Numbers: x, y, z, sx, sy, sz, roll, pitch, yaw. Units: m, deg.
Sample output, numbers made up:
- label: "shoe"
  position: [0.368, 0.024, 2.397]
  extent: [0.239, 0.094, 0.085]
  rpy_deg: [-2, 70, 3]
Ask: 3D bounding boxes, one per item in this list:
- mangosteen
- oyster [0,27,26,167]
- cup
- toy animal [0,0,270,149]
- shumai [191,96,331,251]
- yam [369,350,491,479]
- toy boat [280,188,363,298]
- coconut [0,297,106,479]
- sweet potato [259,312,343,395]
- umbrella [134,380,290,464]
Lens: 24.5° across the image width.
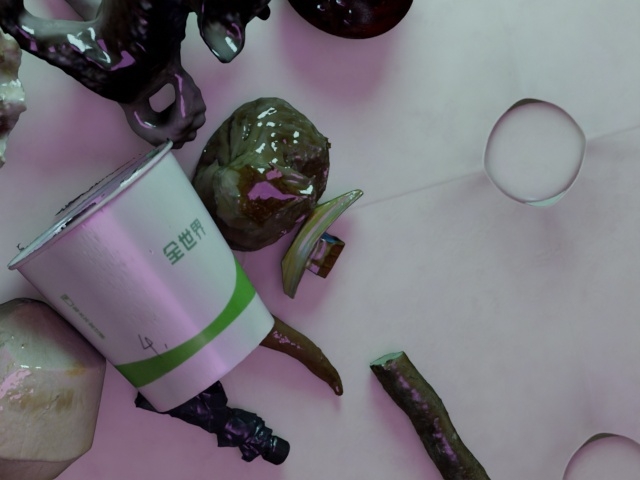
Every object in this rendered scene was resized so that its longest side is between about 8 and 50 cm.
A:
- label: "mangosteen"
  position: [0.043, -0.358, 1.899]
  extent: [0.200, 0.200, 0.200]
  rpy_deg: [-2, 97, -13]
- label: "oyster"
  position: [-0.526, -0.152, 1.791]
  extent: [0.351, 0.115, 0.238]
  rpy_deg: [-6, 96, -1]
- label: "cup"
  position: [-0.207, 0.050, 1.823]
  extent: [0.253, 0.253, 0.274]
  rpy_deg: [-39, 99, -6]
- label: "toy animal"
  position: [-0.173, -0.290, 1.803]
  extent: [0.344, 0.194, 0.302]
  rpy_deg: [-31, 110, 24]
- label: "shumai"
  position: [-0.078, -0.083, 1.879]
  extent: [0.166, 0.175, 0.206]
  rpy_deg: [29, 90, -1]
- label: "yam"
  position: [0.157, 0.258, 2.049]
  extent: [0.061, 0.061, 0.253]
  rpy_deg: [-35, 103, -7]
- label: "toy boat"
  position: [0.000, 0.000, 1.975]
  extent: [0.066, 0.065, 0.172]
  rpy_deg: [31, 94, -2]
- label: "coconut"
  position: [-0.384, 0.179, 1.830]
  extent: [0.241, 0.241, 0.241]
  rpy_deg: [-2, 97, -13]
- label: "sweet potato"
  position: [-0.045, 0.140, 1.993]
  extent: [0.214, 0.050, 0.050]
  rpy_deg: [33, 89, -18]
- label: "umbrella"
  position: [-0.136, 0.232, 1.974]
  extent: [0.224, 0.080, 0.071]
  rpy_deg: [31, 54, -18]
